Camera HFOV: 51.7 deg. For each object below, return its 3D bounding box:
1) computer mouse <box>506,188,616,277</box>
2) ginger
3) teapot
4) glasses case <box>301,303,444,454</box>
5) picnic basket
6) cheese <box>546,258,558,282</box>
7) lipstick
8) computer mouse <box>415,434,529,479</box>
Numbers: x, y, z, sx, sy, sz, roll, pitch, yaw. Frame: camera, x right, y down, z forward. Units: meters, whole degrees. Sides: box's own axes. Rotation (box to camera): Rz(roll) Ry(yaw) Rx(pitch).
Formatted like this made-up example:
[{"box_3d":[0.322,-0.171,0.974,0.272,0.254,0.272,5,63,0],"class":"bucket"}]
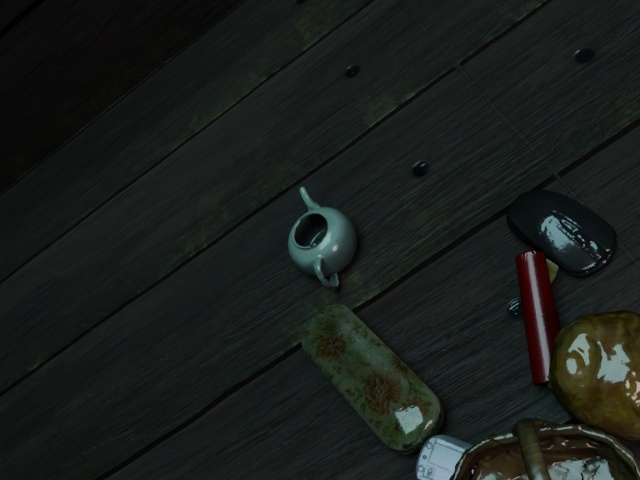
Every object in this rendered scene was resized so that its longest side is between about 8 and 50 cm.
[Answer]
[{"box_3d":[0.521,-0.033,1.462,0.137,0.086,0.270,-47,50,0],"class":"computer mouse"},{"box_3d":[0.534,0.258,1.182,0.223,0.200,0.269,-31,68,19],"class":"ginger"},{"box_3d":[0.000,0.000,1.747,0.193,0.129,0.294,-25,52,20],"class":"teapot"},{"box_3d":[0.109,0.305,1.512,0.156,0.098,0.425,-44,48,-4],"class":"glasses case"},{"box_3d":[0.372,0.431,1.079,0.337,0.337,0.292,-21,56,21],"class":"picnic basket"},{"box_3d":[0.479,0.079,1.451,0.084,0.041,0.060,-50,53,2],"class":"cheese"},{"box_3d":[0.456,0.157,1.369,0.073,0.073,0.279,-13,68,26],"class":"lipstick"},{"box_3d":[0.310,0.472,1.302,0.245,0.056,0.125,15,69,26],"class":"computer mouse"}]
